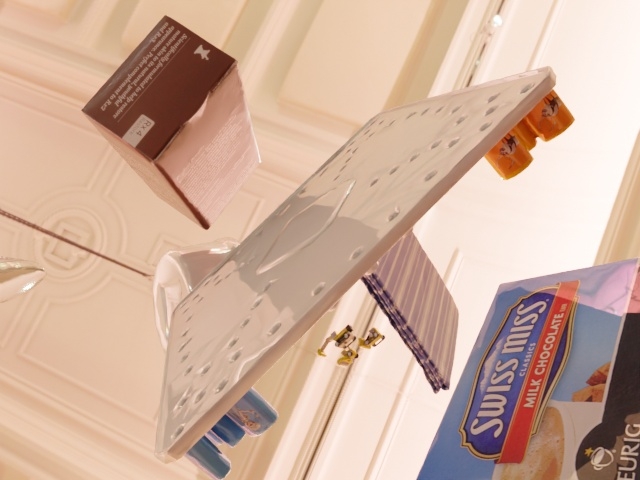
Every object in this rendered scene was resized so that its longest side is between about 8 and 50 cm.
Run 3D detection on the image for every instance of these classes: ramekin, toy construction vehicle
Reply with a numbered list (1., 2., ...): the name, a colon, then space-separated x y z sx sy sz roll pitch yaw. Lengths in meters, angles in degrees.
1. ramekin: -0.237 0.135 1.095 0.135 0.277 0.277 -6 -109 -35
2. toy construction vehicle: 0.053 0.183 0.971 0.098 0.086 0.035 -46 -135 22

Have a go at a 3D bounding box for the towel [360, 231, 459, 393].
1. towel: 0.142 0.065 0.935 0.040 0.243 0.336 -25 -71 30

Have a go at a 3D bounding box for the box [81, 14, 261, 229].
1. box: -0.222 -0.167 0.915 0.143 0.381 0.191 35 -102 5

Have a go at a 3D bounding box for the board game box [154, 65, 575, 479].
1. board game box: 0.000 0.000 0.557 0.390 0.390 0.050 -45 -75 -4

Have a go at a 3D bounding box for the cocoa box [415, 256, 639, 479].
1. cocoa box: 0.278 0.207 0.396 0.347 0.228 0.231 50 -128 -17

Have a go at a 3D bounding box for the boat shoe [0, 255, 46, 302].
1. boat shoe: -0.479 0.039 0.729 0.079 0.227 0.081 -44 -103 15
